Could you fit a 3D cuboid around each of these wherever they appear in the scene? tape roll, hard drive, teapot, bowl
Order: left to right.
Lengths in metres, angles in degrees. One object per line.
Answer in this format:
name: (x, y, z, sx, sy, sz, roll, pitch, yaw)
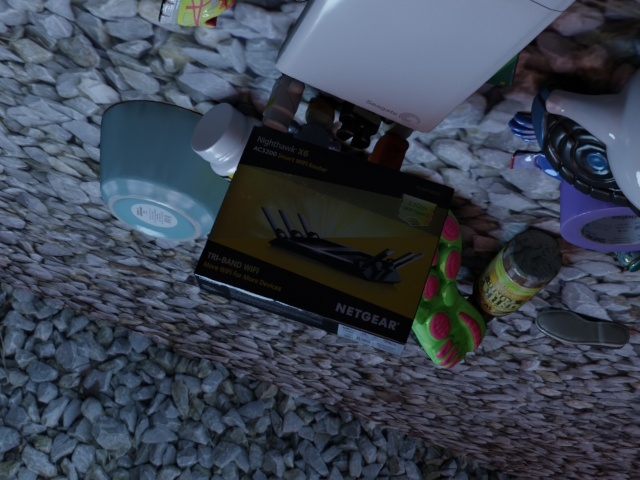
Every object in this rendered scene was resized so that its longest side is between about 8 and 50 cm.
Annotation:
bowl: (-0.287, -0.108, 1.695, 0.312, 0.163, 0.311, 12, 156, 6)
hard drive: (0.107, -0.254, 1.055, 0.233, 0.047, 0.353, 21, 157, -13)
tape roll: (0.473, -0.050, 1.418, 0.189, 0.080, 0.189, 5, 159, 2)
teapot: (0.463, -0.142, 1.130, 0.256, 0.253, 0.187, 51, -176, -25)

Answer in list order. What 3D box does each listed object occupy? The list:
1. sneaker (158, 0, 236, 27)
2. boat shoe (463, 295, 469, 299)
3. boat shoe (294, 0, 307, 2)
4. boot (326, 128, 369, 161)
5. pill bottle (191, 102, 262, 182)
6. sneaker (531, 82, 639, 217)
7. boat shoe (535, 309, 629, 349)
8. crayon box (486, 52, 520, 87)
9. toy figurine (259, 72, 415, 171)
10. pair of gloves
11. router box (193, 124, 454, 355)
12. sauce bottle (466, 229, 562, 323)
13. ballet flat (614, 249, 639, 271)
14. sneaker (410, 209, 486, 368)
sneaker: (-0.152, -0.345, 1.195, 0.094, 0.081, 0.208, 14, 164, -15)
boat shoe: (0.292, 0.156, 2.065, 0.170, 0.063, 0.059, -15, 141, 34)
boat shoe: (-0.001, -0.336, 1.152, 0.049, 0.040, 0.142, 27, 154, -25)
boot: (0.044, -0.148, 1.553, 0.114, 0.037, 0.106, 25, 168, -15)
pill bottle: (-0.116, -0.142, 1.566, 0.119, 0.119, 0.208, -8, 147, 43)
sneaker: (0.448, -0.117, 1.281, 0.341, 0.139, 0.125, 39, 157, -4)
boat shoe: (0.568, 0.205, 1.982, 0.206, 0.075, 0.065, 10, 154, 0)
crayon box: (0.151, -0.316, 1.053, 0.203, 0.083, 0.323, 12, 156, 9)
toy figurine: (0.030, -0.187, 1.357, 0.210, 0.148, 0.213, 11, 159, 26)
pair of gloves: (0.369, -0.140, 1.390, 0.159, 0.023, 0.198, 8, 157, 15)
router box: (0.008, -0.002, 1.284, 0.309, 0.242, 0.081, 17, 161, 5)
sauce bottle: (0.370, 0.089, 1.797, 0.112, 0.111, 0.344, 16, 156, -1)
ballet flat: (0.545, 0.015, 1.574, 0.070, 0.070, 0.188, 6, 176, 20)
sneaker: (0.177, 0.067, 1.756, 0.202, 0.185, 0.482, 37, 158, 42)
